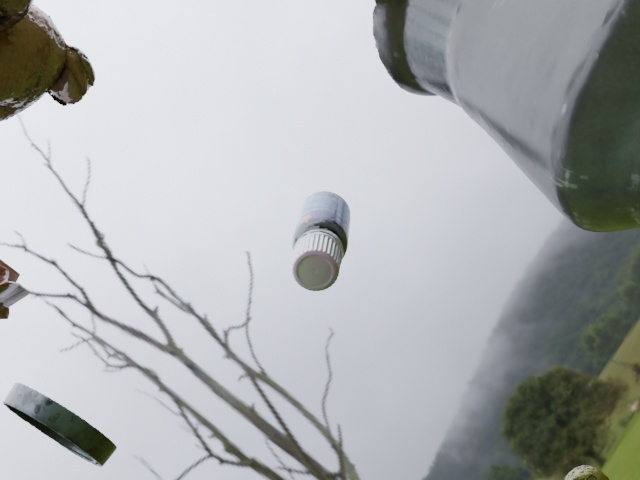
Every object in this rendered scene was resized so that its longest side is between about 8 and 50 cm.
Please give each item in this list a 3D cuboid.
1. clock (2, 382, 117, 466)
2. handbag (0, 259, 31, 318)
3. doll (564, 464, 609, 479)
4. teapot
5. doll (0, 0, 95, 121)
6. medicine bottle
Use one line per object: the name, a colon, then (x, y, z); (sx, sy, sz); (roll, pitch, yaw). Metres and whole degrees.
clock: (-0.462, 0.328, 1.331); (0.042, 0.215, 0.215); (-58, -21, -26)
handbag: (-0.520, 0.110, 1.050); (0.212, 0.059, 0.157); (-35, -6, -14)
doll: (0.235, 0.321, 0.704); (0.209, 0.137, 0.097); (-50, -13, 2)
teapot: (0.270, -0.206, 0.777); (0.376, 0.362, 0.306); (-7, -54, -42)
doll: (-0.315, -0.159, 0.576); (0.303, 0.201, 0.156); (69, -158, -80)
medicine bottle: (0.000, 0.000, 1.100); (0.203, 0.083, 0.083); (-81, 8, -63)
